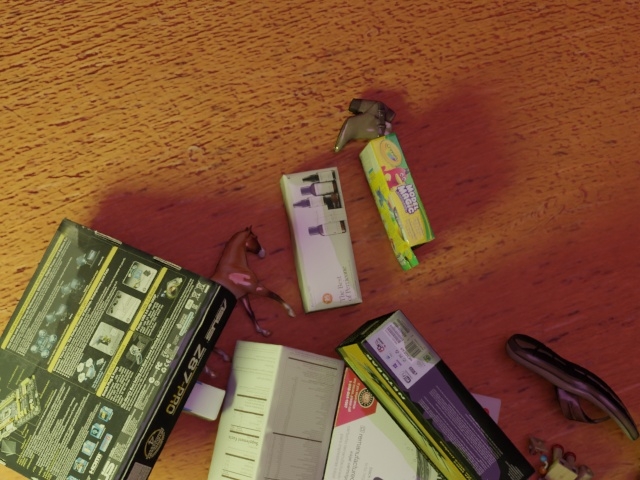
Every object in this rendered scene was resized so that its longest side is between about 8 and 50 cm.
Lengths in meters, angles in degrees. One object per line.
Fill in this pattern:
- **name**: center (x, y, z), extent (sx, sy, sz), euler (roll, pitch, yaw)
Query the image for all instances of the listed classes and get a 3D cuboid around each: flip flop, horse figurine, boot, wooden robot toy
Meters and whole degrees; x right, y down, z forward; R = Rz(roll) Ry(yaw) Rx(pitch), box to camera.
- **flip flop**: center (0.428, 0.262, 1.943), extent (0.277, 0.112, 0.080), euler (31, 105, -5)
- **horse figurine**: center (-0.168, 0.116, 1.891), extent (0.263, 0.066, 0.174), euler (-37, 96, -14)
- **boot**: center (0.081, -0.195, 1.982), extent (0.087, 0.042, 0.118), euler (23, 80, -7)
- **wooden robot toy**: center (0.413, 0.410, 1.944), extent (0.173, 0.076, 0.079), euler (33, 114, -3)

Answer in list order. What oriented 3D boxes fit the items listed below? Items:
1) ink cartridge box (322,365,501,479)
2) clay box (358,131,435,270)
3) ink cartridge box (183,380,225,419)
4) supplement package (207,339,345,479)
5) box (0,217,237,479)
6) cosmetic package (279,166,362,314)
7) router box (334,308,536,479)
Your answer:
- **ink cartridge box**: center (0.146, 0.333, 1.879), extent (0.273, 0.114, 0.197), euler (13, 81, -8)
- **clay box**: center (0.134, -0.063, 1.926), extent (0.053, 0.127, 0.222), euler (-20, 86, -10)
- **ink cartridge box**: center (-0.208, 0.257, 1.836), extent (0.088, 0.122, 0.052), euler (21, 76, -5)
- **supplement package**: center (-0.073, 0.296, 1.820), extent (0.139, 0.134, 0.244), euler (19, 78, -36)
- **box**: center (-0.358, 0.197, 1.773), extent (0.318, 0.097, 0.395), euler (21, 78, 21)
- **cosmetic package**: center (0.000, 0.000, 1.933), extent (0.099, 0.060, 0.239), euler (-10, 84, -9)
- **router box**: center (0.164, 0.252, 1.711), extent (0.081, 0.243, 0.309), euler (-40, 89, -12)
